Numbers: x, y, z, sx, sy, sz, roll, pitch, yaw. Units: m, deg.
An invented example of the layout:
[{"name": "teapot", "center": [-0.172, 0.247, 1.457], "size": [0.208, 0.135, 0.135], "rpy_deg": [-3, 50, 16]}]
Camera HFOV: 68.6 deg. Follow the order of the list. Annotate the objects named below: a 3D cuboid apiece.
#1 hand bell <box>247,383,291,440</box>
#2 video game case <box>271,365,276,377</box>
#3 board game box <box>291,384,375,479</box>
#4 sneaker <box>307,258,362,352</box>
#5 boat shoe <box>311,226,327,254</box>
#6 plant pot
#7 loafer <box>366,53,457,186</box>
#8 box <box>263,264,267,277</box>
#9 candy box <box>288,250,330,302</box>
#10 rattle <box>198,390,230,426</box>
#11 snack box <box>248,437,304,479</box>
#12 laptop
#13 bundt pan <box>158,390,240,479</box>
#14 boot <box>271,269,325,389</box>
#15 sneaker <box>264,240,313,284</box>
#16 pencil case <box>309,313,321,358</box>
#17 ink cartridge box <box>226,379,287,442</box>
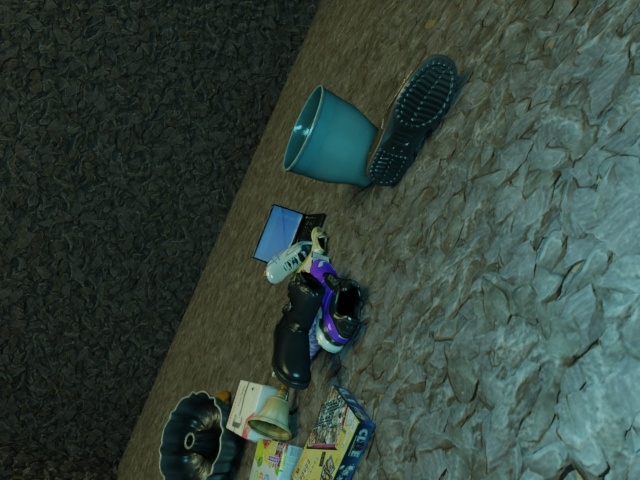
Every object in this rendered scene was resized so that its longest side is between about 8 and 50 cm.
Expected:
[{"name": "hand bell", "center": [-0.103, 0.422, 1.333], "size": [0.126, 0.126, 0.242], "rpy_deg": [-41, 21, 48]}, {"name": "video game case", "center": [-0.121, 0.347, 1.474], "size": [0.157, 0.019, 0.143], "rpy_deg": [138, 152, -81]}, {"name": "board game box", "center": [0.022, 0.469, 1.036], "size": [0.243, 0.042, 0.165], "rpy_deg": [-66, 21, 3]}, {"name": "sneaker", "center": [0.049, 0.139, 1.242], "size": [0.146, 0.102, 0.293], "rpy_deg": [-53, 33, 32]}, {"name": "boat shoe", "center": [0.000, 0.000, 1.570], "size": [0.045, 0.050, 0.135], "rpy_deg": [-37, 36, 31]}, {"name": "plant pot", "center": [0.056, -0.291, 1.431], "size": [0.271, 0.255, 0.271], "rpy_deg": [-55, 22, 37]}, {"name": "loafer", "center": [0.220, -0.327, 1.253], "size": [0.366, 0.134, 0.130], "rpy_deg": [-58, 21, 24]}, {"name": "box", "center": [-0.196, 0.089, 1.965], "size": [0.081, 0.028, 0.136], "rpy_deg": [-20, 48, 62]}, {"name": "candy box", "center": [-0.034, 0.169, 1.436], "size": [0.159, 0.071, 0.233], "rpy_deg": [-53, 25, 33]}, {"name": "rattle", "center": [-0.392, 0.689, 1.779], "size": [0.143, 0.130, 0.200], "rpy_deg": [101, 153, -80]}, {"name": "snack box", "center": [-0.122, 0.620, 1.185], "size": [0.174, 0.070, 0.207], "rpy_deg": [-30, 43, 56]}, {"name": "laptop", "center": [-0.125, -0.014, 1.748], "size": [0.264, 0.136, 0.234], "rpy_deg": [4, 72, 68]}, {"name": "bundt pan", "center": [-0.400, 0.692, 1.603], "size": [0.331, 0.124, 0.331], "rpy_deg": [-22, 53, 32]}, {"name": "boot", "center": [-0.051, 0.211, 1.159], "size": [0.246, 0.094, 0.207], "rpy_deg": [-111, 38, -62]}, {"name": "sneaker", "center": [-0.093, 0.065, 1.542], "size": [0.086, 0.085, 0.237], "rpy_deg": [-22, 11, 44]}, {"name": "pencil case", "center": [-0.039, 0.280, 1.307], "size": [0.206, 0.086, 0.088], "rpy_deg": [-56, -6, 29]}, {"name": "ink cartridge box", "center": [-0.199, 0.522, 1.438], "size": [0.218, 0.092, 0.158], "rpy_deg": [-26, 45, 62]}]
